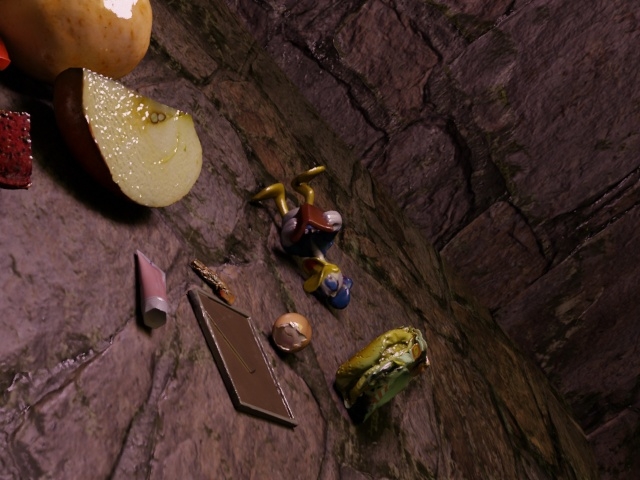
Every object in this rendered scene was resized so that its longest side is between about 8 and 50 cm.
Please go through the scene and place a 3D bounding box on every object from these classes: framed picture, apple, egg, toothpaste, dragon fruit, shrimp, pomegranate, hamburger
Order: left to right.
[{"bbox_3d":[-0.505,-0.140,1.519,0.161,0.121,0.127,5,87,-37],"label":"dragon fruit"},{"bbox_3d":[-0.448,-0.400,1.873,0.307,0.307,0.307,47,16,-18],"label":"pomegranate"},{"bbox_3d":[-0.352,-0.187,1.861,0.254,0.179,0.346,46,13,27],"label":"apple"},{"bbox_3d":[-0.279,0.079,1.736,0.067,0.043,0.194,43,12,-26],"label":"toothpaste"},{"bbox_3d":[-0.200,0.079,1.964,0.114,0.023,0.083,45,4,-19],"label":"shrimp"},{"bbox_3d":[-0.136,0.209,1.878,0.189,0.023,0.260,31,25,-53],"label":"framed picture"},{"bbox_3d":[-0.055,0.181,2.071,0.080,0.080,0.096,52,18,0],"label":"egg"},{"bbox_3d":[0.124,0.267,2.171,0.125,0.214,0.235,46,17,22],"label":"hamburger"}]

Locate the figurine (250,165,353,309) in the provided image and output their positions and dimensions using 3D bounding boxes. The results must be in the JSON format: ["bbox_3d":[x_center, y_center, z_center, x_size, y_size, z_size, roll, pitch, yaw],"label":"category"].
[{"bbox_3d":[0.000,0.000,2.458,0.338,0.205,0.283,65,-10,1],"label":"figurine"}]

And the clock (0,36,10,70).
[{"bbox_3d":[-0.597,-0.336,1.708,0.155,0.061,0.113,17,38,-59],"label":"clock"}]
